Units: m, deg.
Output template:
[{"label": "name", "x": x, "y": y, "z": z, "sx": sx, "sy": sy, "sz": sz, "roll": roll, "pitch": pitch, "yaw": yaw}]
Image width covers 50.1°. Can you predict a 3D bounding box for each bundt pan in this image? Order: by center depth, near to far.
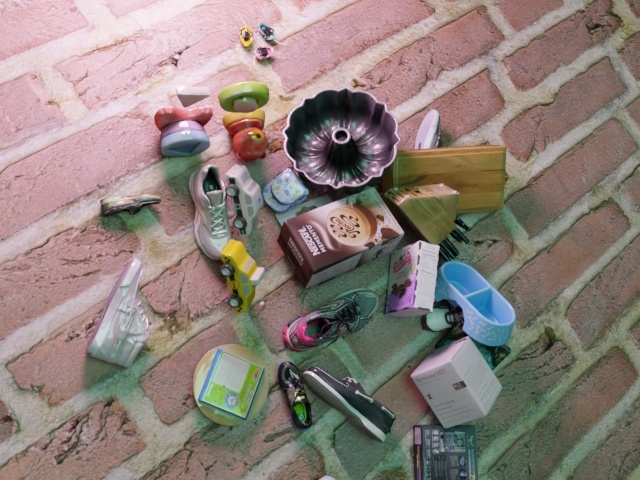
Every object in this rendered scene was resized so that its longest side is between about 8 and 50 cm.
[{"label": "bundt pan", "x": 0.058, "y": -0.268, "z": 1.951, "sx": 0.331, "sy": 0.124, "sz": 0.330, "roll": 0, "pitch": 68, "yaw": 1}]

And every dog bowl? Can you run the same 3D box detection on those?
[{"label": "dog bowl", "x": 0.444, "y": 0.173, "z": 1.994, "sx": 0.166, "sy": 0.074, "sz": 0.297, "roll": -14, "pitch": 49, "yaw": -37}]

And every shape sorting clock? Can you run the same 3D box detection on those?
[{"label": "shape sorting clock", "x": -0.230, "y": 0.370, "z": 1.758, "sx": 0.206, "sy": 0.040, "sz": 0.206, "roll": 8, "pitch": 71, "yaw": -23}]

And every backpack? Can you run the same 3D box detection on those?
[{"label": "backpack", "x": -0.101, "y": -0.135, "z": 1.903, "sx": 0.114, "sy": 0.084, "sz": 0.105, "roll": -38, "pitch": 87, "yaw": -1}]

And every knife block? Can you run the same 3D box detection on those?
[{"label": "knife block", "x": 0.314, "y": -0.038, "z": 2.011, "sx": 0.276, "sy": 0.088, "sz": 0.241, "roll": -6, "pitch": 115, "yaw": -25}]

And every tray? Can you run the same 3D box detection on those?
[{"label": "tray", "x": 0.384, "y": -0.181, "z": 2.096, "sx": 0.411, "sy": 0.076, "sz": 0.202, "roll": -7, "pitch": 104, "yaw": -24}]

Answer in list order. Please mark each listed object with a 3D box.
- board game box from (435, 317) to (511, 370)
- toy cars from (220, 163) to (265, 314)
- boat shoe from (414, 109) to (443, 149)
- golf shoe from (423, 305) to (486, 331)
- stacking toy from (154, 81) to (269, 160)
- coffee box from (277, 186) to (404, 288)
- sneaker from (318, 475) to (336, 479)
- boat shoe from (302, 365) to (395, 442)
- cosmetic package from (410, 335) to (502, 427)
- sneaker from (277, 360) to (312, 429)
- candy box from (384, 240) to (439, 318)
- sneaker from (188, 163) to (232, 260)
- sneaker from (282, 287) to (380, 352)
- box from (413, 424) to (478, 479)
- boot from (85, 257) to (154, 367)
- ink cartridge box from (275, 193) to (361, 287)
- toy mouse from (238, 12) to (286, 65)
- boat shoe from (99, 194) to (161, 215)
[{"label": "board game box", "x": 0.452, "y": 0.321, "z": 2.025, "sx": 0.186, "sy": 0.126, "sz": 0.026, "roll": 31, "pitch": 25, "yaw": -13}, {"label": "toy cars", "x": -0.189, "y": -0.007, "z": 1.790, "sx": 0.087, "sy": 0.176, "sz": 0.393, "roll": -3, "pitch": 76, "yaw": 15}, {"label": "boat shoe", "x": 0.348, "y": -0.298, "z": 2.151, "sx": 0.076, "sy": 0.080, "sz": 0.228, "roll": 22, "pitch": 71, "yaw": -23}, {"label": "golf shoe", "x": 0.402, "y": 0.225, "z": 2.036, "sx": 0.198, "sy": 0.094, "sz": 0.077, "roll": -8, "pitch": 82, "yaw": -23}, {"label": "stacking toy", "x": -0.263, "y": -0.290, "z": 1.779, "sx": 0.309, "sy": 0.279, "sz": 0.130, "roll": -8, "pitch": 79, "yaw": -20}, {"label": "coffee box", "x": 0.053, "y": -0.009, "z": 1.873, "sx": 0.297, "sy": 0.119, "sz": 0.168, "roll": -22, "pitch": 70, "yaw": -26}, {"label": "sneaker", "x": 0.024, "y": 0.784, "z": 1.723, "sx": 0.208, "sy": 0.127, "sz": 0.319, "roll": -29, "pitch": 80, "yaw": -28}, {"label": "boat shoe", "x": 0.080, "y": 0.422, "z": 1.846, "sx": 0.302, "sy": 0.114, "sz": 0.091, "roll": 45, "pitch": 65, "yaw": -20}, {"label": "cosmetic package", "x": 0.385, "y": 0.398, "z": 1.929, "sx": 0.183, "sy": 0.151, "sz": 0.151, "roll": 56, "pitch": 39, "yaw": -2}, {"label": "sneaker", "x": -0.060, "y": 0.406, "z": 1.802, "sx": 0.067, "sy": 0.078, "sz": 0.188, "roll": -14, "pitch": 83, "yaw": -26}, {"label": "candy box", "x": 0.261, "y": 0.115, "z": 1.962, "sx": 0.070, "sy": 0.165, "sz": 0.196, "roll": 15, "pitch": 71, "yaw": -21}, {"label": "sneaker", "x": -0.284, "y": -0.076, "z": 1.800, "sx": 0.099, "sy": 0.121, "sz": 0.262, "roll": -13, "pitch": 83, "yaw": -24}, {"label": "sneaker", "x": 0.046, "y": 0.222, "z": 1.874, "sx": 0.299, "sy": 0.112, "sz": 0.120, "roll": -26, "pitch": 89, "yaw": -27}, {"label": "box", "x": 0.355, "y": 0.641, "z": 1.932, "sx": 0.184, "sy": 0.059, "sz": 0.232, "roll": 6, "pitch": 74, "yaw": -21}, {"label": "boot", "x": -0.466, "y": 0.182, "z": 1.686, "sx": 0.124, "sy": 0.095, "sz": 0.258, "roll": 27, "pitch": 77, "yaw": -21}, {"label": "ink cartridge box", "x": 0.000, "y": 0.000, "z": 1.955, "sx": 0.189, "sy": 0.066, "sz": 0.232, "roll": -23, "pitch": 66, "yaw": -26}, {"label": "toy mouse", "x": -0.171, "y": -0.584, "z": 2.022, "sx": 0.143, "sy": 0.031, "sz": 0.160, "roll": -1, "pitch": 78, "yaw": -23}, {"label": "boat shoe", "x": -0.485, "y": -0.089, "z": 1.758, "sx": 0.152, "sy": 0.056, "sz": 0.049, "roll": -7, "pitch": 85, "yaw": -15}]
